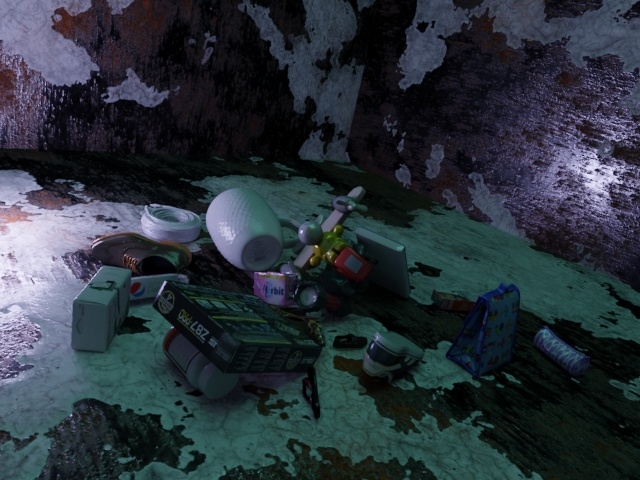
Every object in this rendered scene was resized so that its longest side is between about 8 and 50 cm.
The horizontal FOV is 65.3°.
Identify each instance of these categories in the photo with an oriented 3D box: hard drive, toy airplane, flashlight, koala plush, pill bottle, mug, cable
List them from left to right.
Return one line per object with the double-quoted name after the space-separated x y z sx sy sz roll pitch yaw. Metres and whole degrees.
-0.655 -0.070 2.198 0.257 0.089 0.257 7 22 -14 "cable"
-0.319 0.316 1.329 0.121 0.121 0.221 -8 29 -43 "pill bottle"
-0.248 -0.030 2.048 0.374 0.276 0.328 -4 30 -26 "mug"
0.000 0.000 1.827 0.385 0.385 0.272 -16 -33 26 "toy airplane"
0.021 0.209 1.693 0.103 0.103 0.304 -16 -22 23 "flashlight"
0.092 0.092 1.999 0.196 0.221 0.203 25 24 29 "koala plush"
0.256 0.092 2.013 0.210 0.318 0.040 25 61 31 "hard drive"

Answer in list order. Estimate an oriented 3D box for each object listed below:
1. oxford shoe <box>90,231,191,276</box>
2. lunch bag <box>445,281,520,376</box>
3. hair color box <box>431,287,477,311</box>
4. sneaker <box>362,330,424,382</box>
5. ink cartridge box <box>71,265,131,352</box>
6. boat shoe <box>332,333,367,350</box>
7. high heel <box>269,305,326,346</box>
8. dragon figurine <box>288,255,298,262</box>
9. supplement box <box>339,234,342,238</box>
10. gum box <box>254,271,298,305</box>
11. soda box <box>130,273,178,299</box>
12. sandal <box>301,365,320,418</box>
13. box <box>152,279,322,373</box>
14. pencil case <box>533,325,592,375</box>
-0.658 0.056 1.786 0.364 0.129 0.132 4 24 3 "oxford shoe"
0.576 0.279 1.680 0.221 0.293 0.138 -6 28 -41 "lunch bag"
0.562 0.249 2.093 0.167 0.053 0.093 5 22 -15 "hair color box"
0.217 0.358 1.545 0.126 0.127 0.321 34 4 32 "sneaker"
-0.621 0.193 1.428 0.093 0.160 0.219 9 22 -7 "ink cartridge box"
0.102 0.331 1.642 0.133 0.042 0.049 1 21 -30 "boat shoe"
-0.100 0.282 1.590 0.186 0.093 0.261 -1 17 -24 "high heel"
-0.039 0.062 2.198 0.085 0.143 0.289 21 3 26 "dragon figurine"
0.053 -0.014 2.449 0.056 0.083 0.083 -10 31 -43 "supplement box"
-0.153 0.166 1.733 0.062 0.107 0.188 2 -2 -43 "gum box"
-0.583 0.154 1.649 0.216 0.069 0.074 -4 2 -38 "soda box"
-0.029 0.404 1.348 0.040 0.067 0.179 -2 25 -6 "sandal"
-0.218 0.243 1.395 0.318 0.097 0.395 30 4 32 "box"
0.876 0.403 1.819 0.087 0.088 0.206 0 23 -26 "pencil case"
